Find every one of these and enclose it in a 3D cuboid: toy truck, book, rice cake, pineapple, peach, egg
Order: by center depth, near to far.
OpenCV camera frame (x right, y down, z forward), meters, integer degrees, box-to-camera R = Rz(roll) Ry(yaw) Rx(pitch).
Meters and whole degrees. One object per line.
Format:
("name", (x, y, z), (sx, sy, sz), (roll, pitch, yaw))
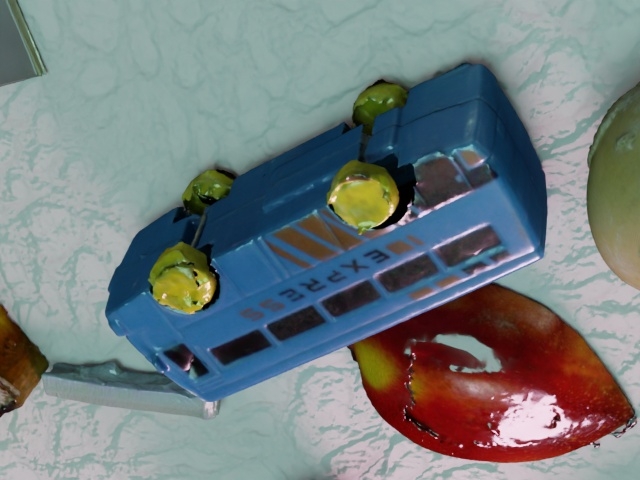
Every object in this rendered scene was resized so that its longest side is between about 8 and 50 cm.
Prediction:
("egg", (0.288, -0.048, 1.156), (0.164, 0.164, 0.202), (19, 125, 4))
("toy truck", (0.000, 0.000, 1.257), (0.384, 0.161, 0.162), (-25, 118, 24))
("book", (-0.349, -0.187, 1.327), (0.181, 0.014, 0.127), (-11, 114, 20))
("peach", (0.152, 0.138, 1.342), (0.279, 0.068, 0.189), (16, 122, 5))
("rice cake", (-0.186, 0.145, 1.451), (0.180, 0.030, 0.042), (6, 124, 11))
("pineapple", (-0.370, 0.116, 1.453), (0.186, 0.114, 0.236), (11, 129, 8))
